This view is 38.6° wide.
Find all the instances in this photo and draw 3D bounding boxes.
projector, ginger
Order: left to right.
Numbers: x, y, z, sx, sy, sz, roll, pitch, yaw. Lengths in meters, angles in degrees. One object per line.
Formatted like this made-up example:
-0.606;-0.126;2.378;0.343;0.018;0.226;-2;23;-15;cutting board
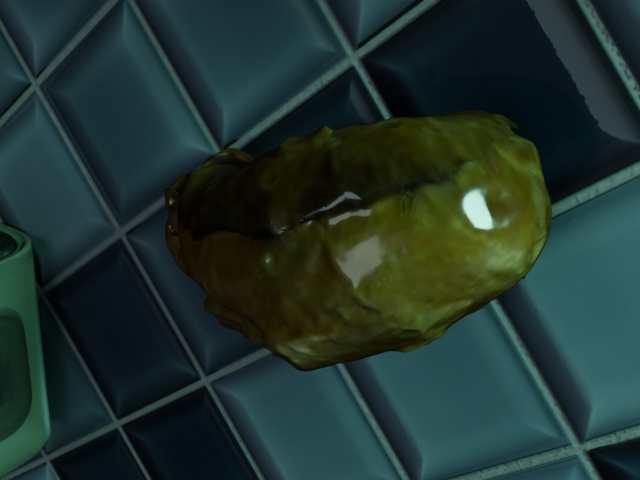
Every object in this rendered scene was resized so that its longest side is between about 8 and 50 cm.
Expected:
-0.450;0.119;0.969;0.249;0.248;0.249;17;118;30;projector
0.000;0.000;0.645;0.321;0.172;0.165;-1;146;36;ginger
